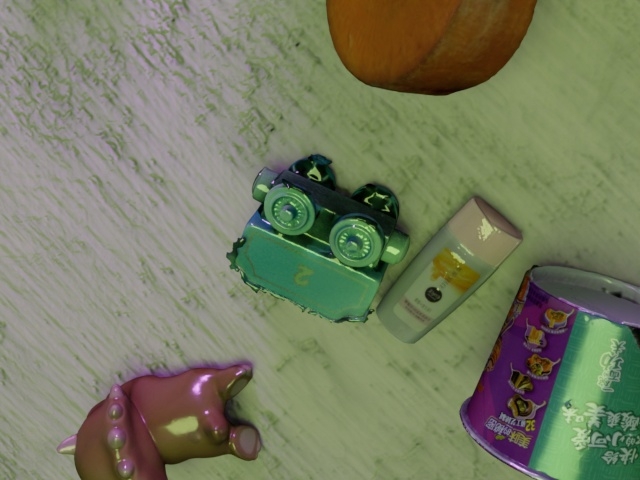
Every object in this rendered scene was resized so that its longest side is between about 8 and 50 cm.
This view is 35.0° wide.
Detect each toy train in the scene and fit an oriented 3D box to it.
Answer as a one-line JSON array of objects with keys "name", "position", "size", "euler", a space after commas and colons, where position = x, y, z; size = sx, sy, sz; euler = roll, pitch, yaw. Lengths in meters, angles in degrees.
[{"name": "toy train", "position": [0.000, 0.000, 1.241], "size": [0.203, 0.112, 0.163], "euler": [25, 122, 5]}]

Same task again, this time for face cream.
[{"name": "face cream", "position": [0.153, 0.041, 1.241], "size": [0.084, 0.057, 0.198], "euler": [38, 116, -3]}]

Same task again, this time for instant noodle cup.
[{"name": "instant noodle cup", "position": [0.303, 0.149, 1.155], "size": [0.251, 0.251, 0.190], "euler": [16, 105, 8]}]

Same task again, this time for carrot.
[{"name": "carrot", "position": [0.114, -0.295, 1.031], "size": [0.258, 0.100, 0.307], "euler": [54, 137, 36]}]

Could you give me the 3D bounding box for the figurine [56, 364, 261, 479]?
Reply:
[{"name": "figurine", "position": [-0.223, 0.272, 1.371], "size": [0.247, 0.173, 0.177], "euler": [1, 111, 15]}]
